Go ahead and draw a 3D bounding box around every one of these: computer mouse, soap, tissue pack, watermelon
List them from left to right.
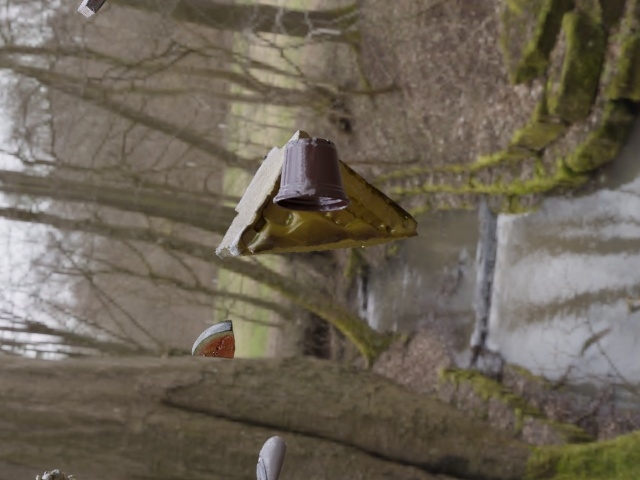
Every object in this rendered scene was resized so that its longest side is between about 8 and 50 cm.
[{"bbox_3d":[-0.490,-0.519,1.934,0.063,0.035,0.083,-56,23,-11],"label":"tissue pack"},{"bbox_3d":[-0.228,0.238,2.120,0.125,0.094,0.135,-39,-4,19],"label":"watermelon"},{"bbox_3d":[-0.084,0.365,1.453,0.066,0.039,0.096,112,175,-56],"label":"computer mouse"},{"bbox_3d":[0.000,0.000,1.775,0.169,0.339,0.304,-23,35,56],"label":"soap"}]

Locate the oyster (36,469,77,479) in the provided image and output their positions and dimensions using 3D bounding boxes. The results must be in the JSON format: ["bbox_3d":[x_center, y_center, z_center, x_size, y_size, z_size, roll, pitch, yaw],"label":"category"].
[{"bbox_3d":[-0.591,0.622,1.942,0.107,0.201,0.354,-42,0,9],"label":"oyster"}]

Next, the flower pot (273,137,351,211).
[{"bbox_3d":[-0.011,-0.093,1.239,0.111,0.111,0.089,126,146,-78],"label":"flower pot"}]
